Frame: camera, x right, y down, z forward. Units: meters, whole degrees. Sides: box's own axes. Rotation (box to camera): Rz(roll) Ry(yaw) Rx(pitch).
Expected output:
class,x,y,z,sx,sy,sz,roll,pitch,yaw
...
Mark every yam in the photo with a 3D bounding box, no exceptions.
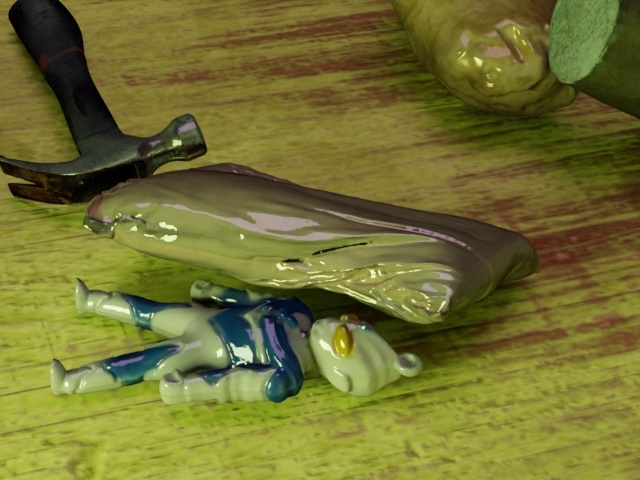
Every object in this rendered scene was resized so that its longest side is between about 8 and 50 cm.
class,x,y,z,sx,sy,sz,roll,pitch,yaw
yam,0.288,-0.131,1.231,0.259,0.106,0.106,16,30,-31

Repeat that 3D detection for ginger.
class,x,y,z,sx,sy,sz,roll,pitch,yaw
ginger,0.128,-0.223,1.347,0.190,0.126,0.354,21,33,-11

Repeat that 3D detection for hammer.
class,x,y,z,sx,sy,sz,roll,pitch,yaw
hammer,-0.193,-0.116,1.224,0.137,0.037,0.290,-22,38,-10

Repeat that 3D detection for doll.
class,x,y,z,sx,sy,sz,roll,pitch,yaw
doll,-0.049,0.062,1.015,0.227,0.057,0.114,5,33,2

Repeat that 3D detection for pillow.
class,x,y,z,sx,sy,sz,roll,pitch,yaw
pillow,0.000,0.000,1.067,0.270,0.067,0.173,14,14,15
